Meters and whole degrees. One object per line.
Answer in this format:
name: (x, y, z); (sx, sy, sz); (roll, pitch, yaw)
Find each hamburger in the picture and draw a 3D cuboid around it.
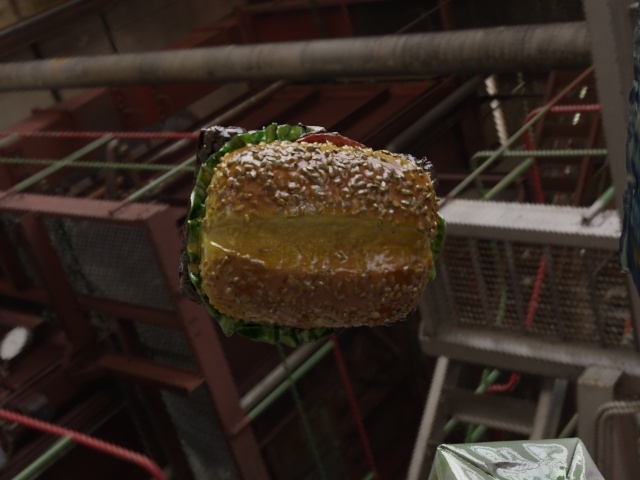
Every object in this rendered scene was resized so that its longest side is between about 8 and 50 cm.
hamburger: (0.000, 0.000, 0.620); (0.087, 0.166, 0.137); (-154, -109, -72)

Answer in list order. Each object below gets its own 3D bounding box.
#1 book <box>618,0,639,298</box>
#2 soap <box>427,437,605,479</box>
book: (0.222, -0.163, 0.198); (0.300, 0.039, 0.428); (-4, -55, 6)
soap: (0.157, 0.285, 0.803); (0.182, 0.138, 0.199); (-116, -146, -57)
